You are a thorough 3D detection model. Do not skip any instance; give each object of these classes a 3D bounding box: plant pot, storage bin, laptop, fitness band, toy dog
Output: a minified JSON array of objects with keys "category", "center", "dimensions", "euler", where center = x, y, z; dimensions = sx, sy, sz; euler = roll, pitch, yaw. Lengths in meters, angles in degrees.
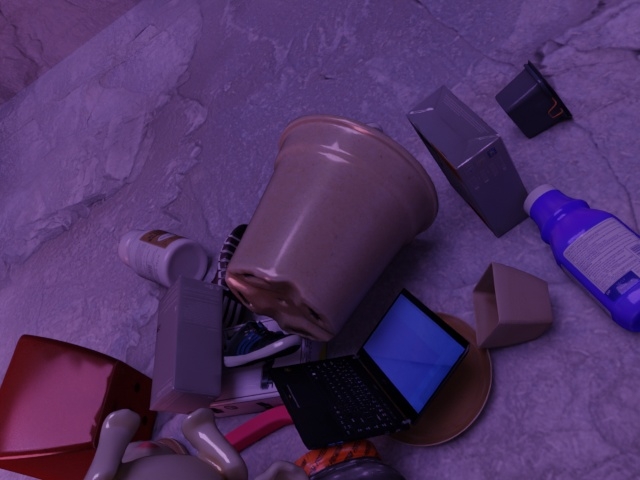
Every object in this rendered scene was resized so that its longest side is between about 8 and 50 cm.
[{"category":"plant pot","center":[0.183,0.238,1.043],"dimensions":[0.237,0.032,0.236],"euler":[-19,51,25]},{"category":"plant pot","center":[-0.504,0.368,1.296],"dimensions":[0.236,0.267,0.267],"euler":[-5,58,19]},{"category":"plant pot","center":[0.000,0.000,1.090],"dimensions":[0.334,0.333,0.305],"euler":[8,57,38]},{"category":"storage bin","center":[0.407,-0.259,1.159],"dimensions":[0.091,0.135,0.098],"euler":[-39,45,23]},{"category":"plant pot","center":[0.313,0.109,0.981],"dimensions":[0.096,0.109,0.109],"euler":[4,58,-3]},{"category":"laptop","center":[0.068,0.198,0.996],"dimensions":[0.265,0.136,0.234],"euler":[-6,19,-18]},{"category":"fitness band","center":[-0.102,0.426,1.107],"dimensions":[0.291,0.054,0.209],"euler":[-32,45,12]},{"category":"toy dog","center":[-0.227,0.443,0.909],"dimensions":[0.408,0.285,0.395],"euler":[0,97,58]}]

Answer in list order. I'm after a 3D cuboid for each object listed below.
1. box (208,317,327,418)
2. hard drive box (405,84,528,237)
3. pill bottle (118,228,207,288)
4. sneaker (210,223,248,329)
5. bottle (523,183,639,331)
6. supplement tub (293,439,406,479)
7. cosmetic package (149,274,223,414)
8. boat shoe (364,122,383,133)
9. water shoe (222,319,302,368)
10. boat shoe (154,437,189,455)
[{"category":"box","center":[-0.130,0.255,1.213],"dimensions":[0.290,0.087,0.169],"euler":[-17,53,26]},{"category":"hard drive box","center":[0.274,-0.140,1.093],"dimensions":[0.089,0.232,0.181],"euler":[-38,46,9]},{"category":"pill bottle","center":[-0.402,0.041,1.517],"dimensions":[0.229,0.131,0.131],"euler":[14,70,40]},{"category":"sneaker","center":[-0.231,0.094,1.387],"dimensions":[0.163,0.106,0.281],"euler":[-28,35,39]},{"category":"bottle","center":[0.439,0.013,0.971],"dimensions":[0.118,0.092,0.282],"euler":[-37,46,4]},{"category":"supplement tub","center":[0.071,0.467,0.846],"dimensions":[0.207,0.207,0.338],"euler":[-37,47,9]},{"category":"cosmetic package","center":[-0.258,0.205,1.175],"dimensions":[0.127,0.107,0.237],"euler":[-45,37,41]},{"category":"boat shoe","center":[0.044,-0.232,1.424],"dimensions":[0.219,0.078,0.070],"euler":[-22,52,24]},{"category":"water shoe","center":[-0.118,0.181,1.103],"dimensions":[0.203,0.073,0.080],"euler":[-23,72,41]},{"category":"boat shoe","center":[-0.300,0.524,1.134],"dimensions":[0.122,0.110,0.341],"euler":[-33,48,13]}]
